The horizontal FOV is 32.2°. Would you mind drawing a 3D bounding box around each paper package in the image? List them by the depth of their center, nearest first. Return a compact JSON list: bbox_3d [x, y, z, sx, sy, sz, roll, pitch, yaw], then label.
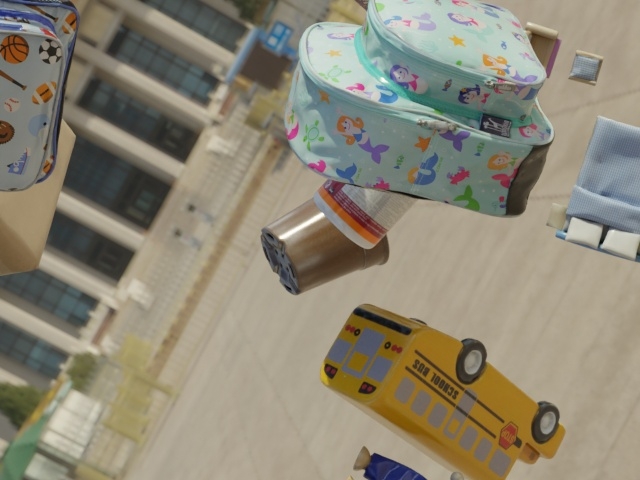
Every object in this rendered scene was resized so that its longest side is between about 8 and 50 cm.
[{"bbox_3d":[-0.542,-0.145,1.668,0.168,0.325,0.309,-14,46,18],"label":"paper package"}]

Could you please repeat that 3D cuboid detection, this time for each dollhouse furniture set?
[{"bbox_3d":[0.386,-0.127,1.559,0.198,0.303,0.286,-33,-39,-74],"label":"dollhouse furniture set"}]

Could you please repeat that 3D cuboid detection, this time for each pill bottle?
[{"bbox_3d":[0.103,-0.103,1.637,0.221,0.121,0.121,-47,9,9],"label":"pill bottle"}]

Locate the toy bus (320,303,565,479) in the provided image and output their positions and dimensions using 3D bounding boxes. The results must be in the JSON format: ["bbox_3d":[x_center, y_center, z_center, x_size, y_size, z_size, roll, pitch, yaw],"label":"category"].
[{"bbox_3d":[0.153,0.189,1.292,0.108,0.333,0.130,17,73,48],"label":"toy bus"}]

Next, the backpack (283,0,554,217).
[{"bbox_3d":[0.094,-0.143,1.112,0.225,0.254,0.191,-95,12,-55],"label":"backpack"}]

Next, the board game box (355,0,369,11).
[{"bbox_3d":[0.122,-0.537,1.851,0.056,0.208,0.346,-1,75,34],"label":"board game box"}]

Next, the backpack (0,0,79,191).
[{"bbox_3d":[-0.408,-0.178,1.200,0.213,0.263,0.276,-127,47,-59],"label":"backpack"}]

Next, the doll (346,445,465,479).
[{"bbox_3d":[0.114,0.300,1.196,0.129,0.189,0.046,-60,-13,-26],"label":"doll"}]

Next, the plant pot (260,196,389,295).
[{"bbox_3d":[0.000,0.000,1.830,0.165,0.167,0.167,-26,-5,-18],"label":"plant pot"}]
